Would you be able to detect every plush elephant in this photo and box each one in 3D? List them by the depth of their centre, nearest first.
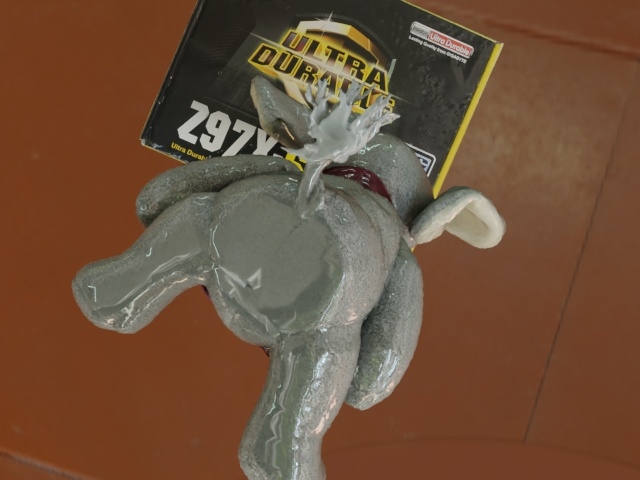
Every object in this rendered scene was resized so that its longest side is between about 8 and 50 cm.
[{"bbox_3d":[0.000,0.000,1.205,0.272,0.255,0.330,37,110,15],"label":"plush elephant"}]

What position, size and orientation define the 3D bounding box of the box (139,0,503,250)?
[{"bbox_3d":[-0.001,-0.161,1.556,0.322,0.079,0.257,24,95,-5],"label":"box"}]
